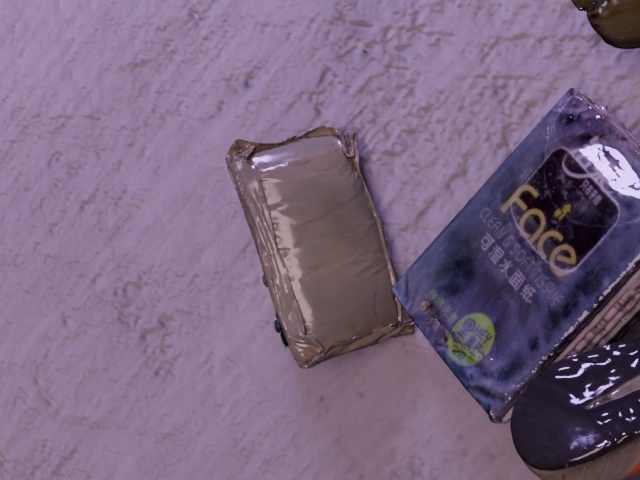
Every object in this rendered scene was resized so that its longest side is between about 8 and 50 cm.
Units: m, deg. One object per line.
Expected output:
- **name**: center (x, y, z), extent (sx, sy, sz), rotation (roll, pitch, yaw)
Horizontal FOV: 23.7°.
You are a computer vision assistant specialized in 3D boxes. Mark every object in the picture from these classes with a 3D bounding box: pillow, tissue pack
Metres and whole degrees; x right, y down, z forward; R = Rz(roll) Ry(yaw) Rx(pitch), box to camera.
- **pillow**: center (0.000, 0.000, 1.332), extent (0.119, 0.053, 0.208), rotation (-16, 82, -11)
- **tissue pack**: center (0.186, 0.017, 1.236), extent (0.235, 0.073, 0.173), rotation (-48, 48, 16)

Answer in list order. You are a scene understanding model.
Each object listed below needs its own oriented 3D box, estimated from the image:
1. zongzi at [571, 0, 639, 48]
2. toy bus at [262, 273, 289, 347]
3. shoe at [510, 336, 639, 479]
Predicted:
- **zongzi**: center (0.342, -0.188, 1.180), extent (0.221, 0.112, 0.242), rotation (-44, 76, 14)
- **toy bus**: center (-0.026, 0.053, 1.367), extent (0.031, 0.037, 0.083), rotation (-16, 83, 22)
- **shoe**: center (0.319, 0.134, 1.179), extent (0.336, 0.171, 0.132), rotation (-26, 35, -4)
